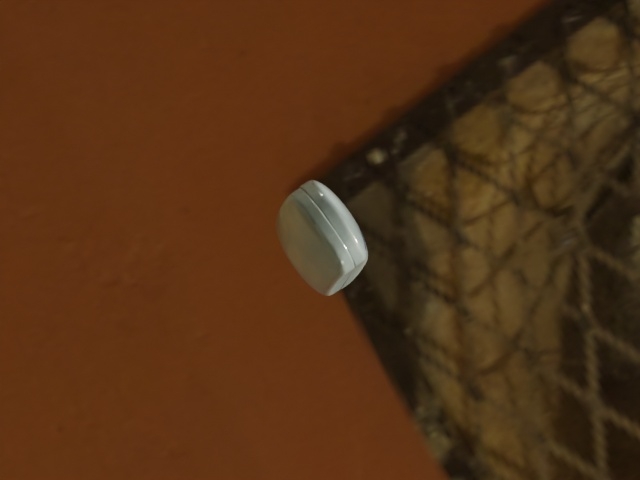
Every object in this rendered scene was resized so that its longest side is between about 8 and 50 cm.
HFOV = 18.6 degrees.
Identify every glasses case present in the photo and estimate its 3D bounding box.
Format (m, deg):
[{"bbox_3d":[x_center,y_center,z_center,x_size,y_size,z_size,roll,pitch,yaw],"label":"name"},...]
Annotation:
[{"bbox_3d":[0.000,0.000,1.389,0.045,0.178,0.067,-34,-94,-7],"label":"glasses case"}]
